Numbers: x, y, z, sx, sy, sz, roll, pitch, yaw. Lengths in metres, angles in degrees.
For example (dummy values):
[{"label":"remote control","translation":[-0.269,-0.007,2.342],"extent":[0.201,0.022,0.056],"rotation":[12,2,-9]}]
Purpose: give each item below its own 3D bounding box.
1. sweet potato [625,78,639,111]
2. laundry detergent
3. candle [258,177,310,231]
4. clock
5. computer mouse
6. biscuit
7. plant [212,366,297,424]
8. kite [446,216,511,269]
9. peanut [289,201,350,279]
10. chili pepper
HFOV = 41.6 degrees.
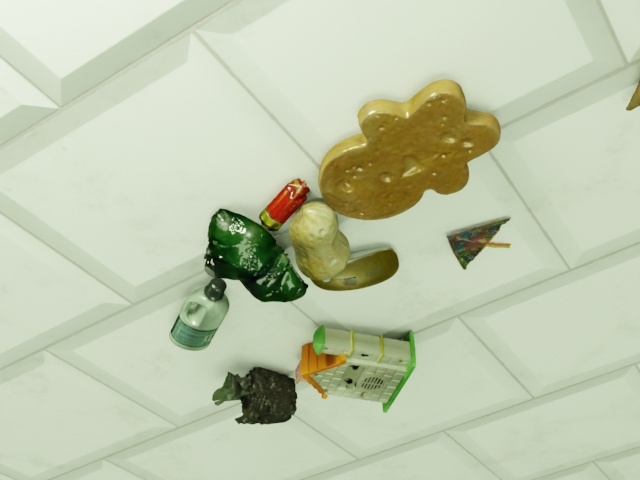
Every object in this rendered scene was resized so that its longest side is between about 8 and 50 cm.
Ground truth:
[{"label":"sweet potato","translation":[0.590,-0.299,1.453],"extent":[0.068,0.060,0.205],"rotation":[35,138,11]},{"label":"laundry detergent","translation":[-0.262,0.161,1.882],"extent":[0.099,0.070,0.225],"rotation":[18,135,-15]},{"label":"candle","translation":[-0.067,-0.074,1.646],"extent":[0.052,0.052,0.130],"rotation":[22,131,-28]},{"label":"clock","translation":[0.078,0.304,2.066],"extent":[0.256,0.106,0.219],"rotation":[12,135,-12]},{"label":"computer mouse","translation":[0.071,0.063,1.823],"extent":[0.199,0.044,0.102],"rotation":[-11,136,6]},{"label":"biscuit","translation":[0.153,-0.158,1.571],"extent":[0.275,0.052,0.355],"rotation":[30,130,-31]},{"label":"plant","translation":[-0.162,0.388,2.110],"extent":[0.203,0.131,0.142],"rotation":[12,139,-17]},{"label":"kite","translation":[0.339,0.003,1.808],"extent":[0.159,0.010,0.190],"rotation":[13,138,-22]},{"label":"peanut","translation":[0.000,0.000,1.671],"extent":[0.110,0.120,0.236],"rotation":[-30,155,-14]},{"label":"chili pepper","translation":[-0.139,0.051,1.723],"extent":[0.148,0.116,0.264],"rotation":[9,146,42]}]
